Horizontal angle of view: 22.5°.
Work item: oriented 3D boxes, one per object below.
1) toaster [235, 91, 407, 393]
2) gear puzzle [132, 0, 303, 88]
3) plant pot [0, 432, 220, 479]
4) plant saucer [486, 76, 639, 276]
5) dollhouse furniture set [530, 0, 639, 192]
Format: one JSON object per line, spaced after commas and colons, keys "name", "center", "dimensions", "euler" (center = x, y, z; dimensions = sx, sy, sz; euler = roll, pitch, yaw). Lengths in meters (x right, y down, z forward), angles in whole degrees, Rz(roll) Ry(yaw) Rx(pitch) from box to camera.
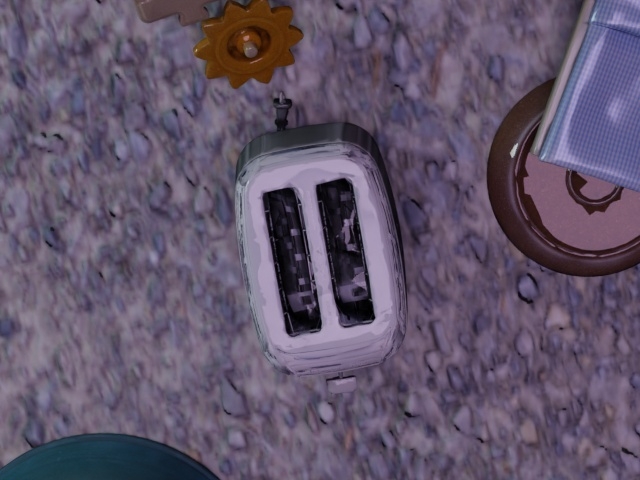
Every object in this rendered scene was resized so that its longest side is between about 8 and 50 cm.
{"name": "toaster", "center": [0.000, 0.000, 1.238], "dimensions": [0.129, 0.146, 0.227], "euler": [-8, 99, 1]}
{"name": "gear puzzle", "center": [-0.076, -0.248, 1.173], "dimensions": [0.175, 0.044, 0.339], "euler": [-19, 135, 0]}
{"name": "plant pot", "center": [-0.182, 0.313, 1.235], "dimensions": [0.271, 0.255, 0.272], "euler": [0, 99, 1]}
{"name": "plant saucer", "center": [0.219, -0.051, 1.289], "dimensions": [0.168, 0.029, 0.169], "euler": [0, 99, -1]}
{"name": "dollhouse furniture set", "center": [0.294, -0.062, 1.175], "dimensions": [0.303, 0.198, 0.286], "euler": [20, 94, -10]}
